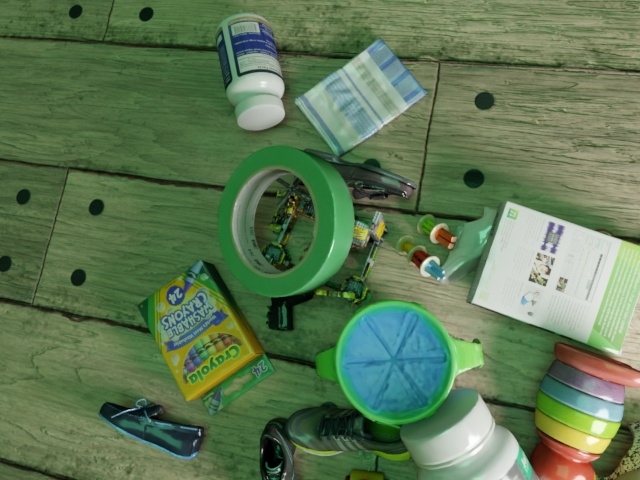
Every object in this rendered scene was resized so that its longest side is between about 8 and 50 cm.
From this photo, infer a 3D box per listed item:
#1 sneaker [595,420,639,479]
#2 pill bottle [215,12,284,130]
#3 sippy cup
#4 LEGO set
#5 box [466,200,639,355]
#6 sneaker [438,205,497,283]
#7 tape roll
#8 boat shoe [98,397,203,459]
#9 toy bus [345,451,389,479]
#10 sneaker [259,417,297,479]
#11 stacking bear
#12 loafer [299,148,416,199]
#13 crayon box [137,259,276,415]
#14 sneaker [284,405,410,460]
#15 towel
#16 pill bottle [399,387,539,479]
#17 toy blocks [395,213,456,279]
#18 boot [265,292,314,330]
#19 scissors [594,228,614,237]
[{"bbox_3d":[0.584,0.526,0.966,0.158,0.182,0.410,42,80,-27],"label":"sneaker"},{"bbox_3d":[-0.178,-0.432,1.314,0.153,0.153,0.265,-14,76,9],"label":"pill bottle"},{"bbox_3d":[0.162,0.248,1.065,0.305,0.224,0.240,29,87,16],"label":"sippy cup"},{"bbox_3d":[0.000,0.000,1.166,0.331,0.192,0.255,30,86,17],"label":"LEGO set"},{"bbox_3d":[0.501,0.078,1.073,0.321,0.058,0.232,20,89,5],"label":"box"},{"bbox_3d":[0.333,0.009,1.162,0.212,0.080,0.094,-41,61,-4],"label":"sneaker"},{"bbox_3d":[-0.082,-0.040,1.099,0.321,0.077,0.322,-1,88,34],"label":"tape roll"},{"bbox_3d":[-0.401,0.438,1.228,0.258,0.109,0.089,23,77,-1],"label":"boat shoe"},{"bbox_3d":[0.094,0.575,1.076,0.191,0.104,0.202,-44,74,1],"label":"toy bus"},{"bbox_3d":[-0.097,0.539,1.126,0.101,0.106,0.268,-12,78,8],"label":"sneaker"},{"bbox_3d":[0.505,0.365,1.008,0.164,0.175,0.289,18,91,13],"label":"stacking bear"},{"bbox_3d":[0.081,-0.139,1.229,0.302,0.109,0.095,21,91,23],"label":"loafer"},{"bbox_3d":[-0.280,0.237,1.238,0.203,0.083,0.323,-35,74,4],"label":"crayon box"},{"bbox_3d":[0.067,0.401,1.096,0.299,0.121,0.111,-1,55,9],"label":"sneaker"},{"bbox_3d":[0.098,-0.368,1.303,0.285,0.034,0.209,-35,75,4],"label":"towel"},{"bbox_3d":[0.312,0.481,0.957,0.204,0.204,0.361,-30,89,5],"label":"pill bottle"},{"bbox_3d":[0.254,0.019,1.142,0.123,0.054,0.148,-44,39,2],"label":"toy blocks"},{"bbox_3d":[-0.074,0.168,1.226,0.121,0.045,0.099,-2,76,19],"label":"boot"},{"bbox_3d":[0.524,0.057,1.129,0.297,0.021,0.109,-17,78,7],"label":"scissors"}]
